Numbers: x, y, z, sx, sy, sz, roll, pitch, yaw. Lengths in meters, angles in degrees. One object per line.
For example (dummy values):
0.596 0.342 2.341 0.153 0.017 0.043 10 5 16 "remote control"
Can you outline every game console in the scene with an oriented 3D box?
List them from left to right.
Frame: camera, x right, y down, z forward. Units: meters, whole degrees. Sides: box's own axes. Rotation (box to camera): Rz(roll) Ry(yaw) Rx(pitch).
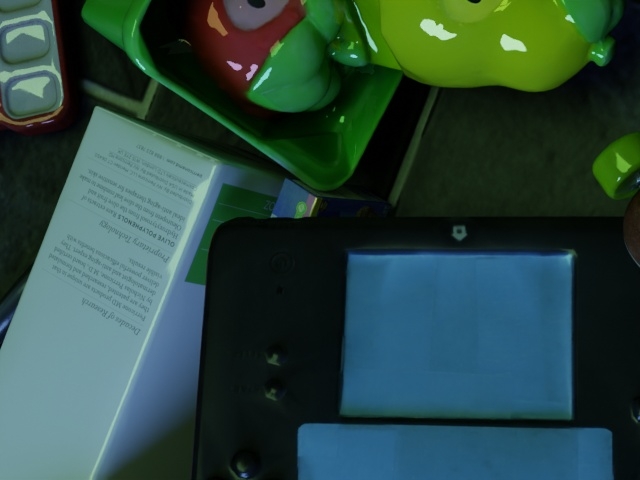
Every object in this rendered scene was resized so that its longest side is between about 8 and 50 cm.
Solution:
0.099 0.142 1.251 0.386 0.060 0.342 0 73 7 "game console"

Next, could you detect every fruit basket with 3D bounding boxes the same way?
0.040 -0.230 1.332 0.392 0.283 0.392 -26 47 32 "fruit basket"

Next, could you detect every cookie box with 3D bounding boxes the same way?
0.000 0.000 1.418 0.040 0.107 0.092 31 106 34 "cookie box"

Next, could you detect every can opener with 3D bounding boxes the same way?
-0.305 0.080 1.656 0.186 0.073 0.059 -53 19 11 "can opener"

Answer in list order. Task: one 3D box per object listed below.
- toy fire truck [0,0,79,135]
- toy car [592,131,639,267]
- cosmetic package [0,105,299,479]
-0.371 -0.235 1.701 0.253 0.169 0.302 -10 76 7 "toy fire truck"
0.278 -0.050 1.181 0.149 0.188 0.155 -31 67 -3 "toy car"
-0.149 0.092 1.457 0.155 0.197 0.366 25 98 33 "cosmetic package"
